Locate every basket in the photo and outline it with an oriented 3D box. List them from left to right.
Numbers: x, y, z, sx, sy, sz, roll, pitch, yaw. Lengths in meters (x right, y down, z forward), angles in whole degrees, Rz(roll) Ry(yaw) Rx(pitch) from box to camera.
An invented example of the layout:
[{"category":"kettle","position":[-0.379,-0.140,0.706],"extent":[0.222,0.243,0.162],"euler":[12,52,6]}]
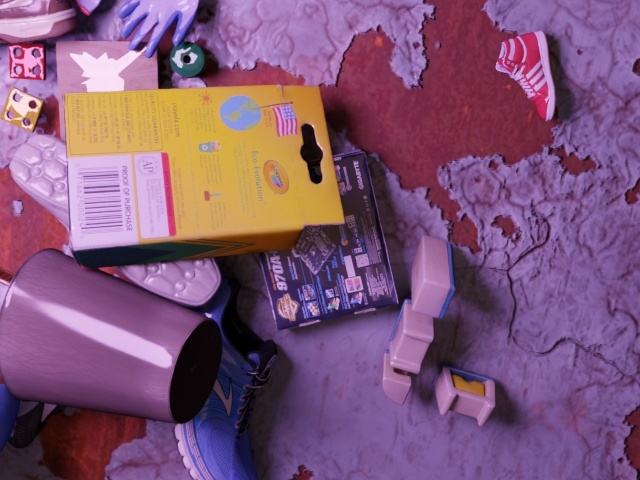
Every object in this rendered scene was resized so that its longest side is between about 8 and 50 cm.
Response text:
[{"category":"basket","position":[-0.249,0.132,0.869],"extent":[0.226,0.154,0.205],"euler":[13,109,17]}]

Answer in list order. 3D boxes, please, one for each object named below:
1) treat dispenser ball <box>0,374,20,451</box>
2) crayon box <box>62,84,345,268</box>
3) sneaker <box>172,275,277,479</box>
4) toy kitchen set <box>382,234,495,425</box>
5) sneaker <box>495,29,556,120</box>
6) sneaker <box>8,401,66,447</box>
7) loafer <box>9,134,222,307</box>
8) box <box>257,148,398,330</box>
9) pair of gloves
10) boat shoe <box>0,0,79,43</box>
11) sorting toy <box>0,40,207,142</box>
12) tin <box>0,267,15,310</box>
[{"category":"treat dispenser ball","position":[-0.524,0.192,0.879],"extent":[0.288,0.288,0.288],"euler":[0,100,1]},{"category":"crayon box","position":[-0.144,-0.083,0.880],"extent":[0.318,0.081,0.202],"euler":[-5,71,-13]},{"category":"sneaker","position":[-0.128,0.204,0.985],"extent":[0.147,0.130,0.330],"euler":[-11,100,6]},{"category":"toy kitchen set","position":[0.187,0.127,0.988],"extent":[0.166,0.122,0.207],"euler":[16,120,-2]},{"category":"sneaker","position":[0.271,-0.213,0.943],"extent":[0.067,0.042,0.119],"euler":[-10,92,-1]},{"category":"sneaker","position":[-0.367,0.207,1.015],"extent":[0.106,0.078,0.234],"euler":[26,98,-1]},{"category":"loafer","position":[-0.262,-0.023,0.944],"extent":[0.319,0.111,0.112],"euler":[39,79,5]},{"category":"box","position":[0.000,0.000,0.983],"extent":[0.175,0.051,0.220],"euler":[-13,100,4]},{"category":"pair of gloves","position":[-0.235,-0.337,0.920],"extent":[0.198,0.023,0.159],"euler":[36,86,9]},{"category":"boat shoe","position":[-0.440,-0.298,0.908],"extent":[0.257,0.095,0.095],"euler":[-7,117,5]},{"category":"sorting toy","position":[-0.288,-0.198,0.956],"extent":[0.274,0.046,0.132],"euler":[1,100,1]},{"category":"tin","position":[-0.498,0.082,1.018],"extent":[0.189,0.040,0.106],"euler":[26,104,-3]}]
